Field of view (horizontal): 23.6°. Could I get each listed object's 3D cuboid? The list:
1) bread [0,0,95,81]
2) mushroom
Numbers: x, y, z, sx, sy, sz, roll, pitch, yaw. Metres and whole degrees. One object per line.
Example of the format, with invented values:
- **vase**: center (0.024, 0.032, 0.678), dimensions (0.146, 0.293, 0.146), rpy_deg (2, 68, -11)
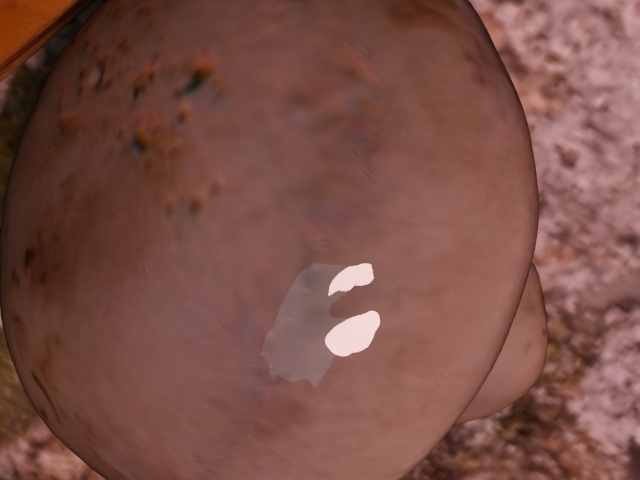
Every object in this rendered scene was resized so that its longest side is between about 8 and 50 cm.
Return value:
- **bread**: center (-0.157, -0.133, 0.616), dimensions (0.241, 0.107, 0.136), rpy_deg (-36, 101, 24)
- **mushroom**: center (0.000, 0.000, 0.609), dimensions (0.243, 0.243, 0.243), rpy_deg (5, 116, 10)
